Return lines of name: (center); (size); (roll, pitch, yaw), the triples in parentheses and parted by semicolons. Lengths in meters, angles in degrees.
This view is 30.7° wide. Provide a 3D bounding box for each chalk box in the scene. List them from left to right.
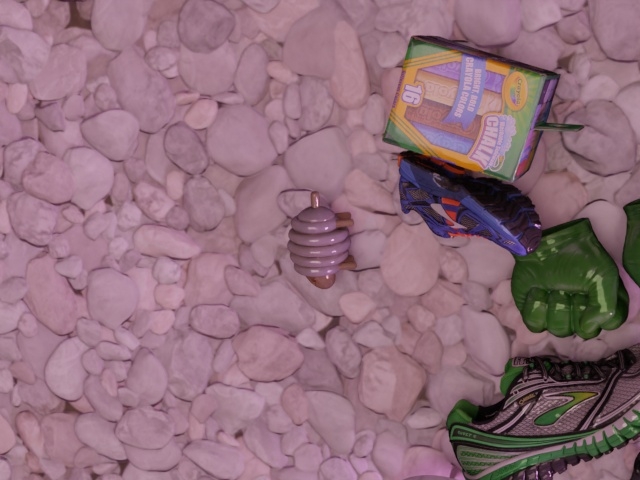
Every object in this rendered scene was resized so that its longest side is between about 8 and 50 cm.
chalk box: (0.203, -0.151, 1.384); (0.213, 0.132, 0.132); (21, 104, 16)

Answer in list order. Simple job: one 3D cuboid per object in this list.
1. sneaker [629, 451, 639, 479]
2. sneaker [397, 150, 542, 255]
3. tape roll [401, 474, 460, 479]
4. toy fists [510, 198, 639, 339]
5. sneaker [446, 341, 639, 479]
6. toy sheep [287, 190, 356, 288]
sneaker: (0.426, 0.280, 1.335); (0.097, 0.276, 0.135); (-28, 70, -14)
sneaker: (0.180, -0.036, 1.425); (0.221, 0.083, 0.087); (36, 129, 40)
tape roll: (0.144, 0.436, 1.433); (0.246, 0.169, 0.246); (19, 131, 24)
toy fists: (0.361, 0.034, 1.382); (0.279, 0.096, 0.142); (-20, 93, 19)
sneaker: (0.299, 0.192, 1.407); (0.343, 0.134, 0.146); (-33, 87, 21)
toy sheep: (0.000, 0.000, 1.503); (0.091, 0.091, 0.132); (0, 104, 19)
